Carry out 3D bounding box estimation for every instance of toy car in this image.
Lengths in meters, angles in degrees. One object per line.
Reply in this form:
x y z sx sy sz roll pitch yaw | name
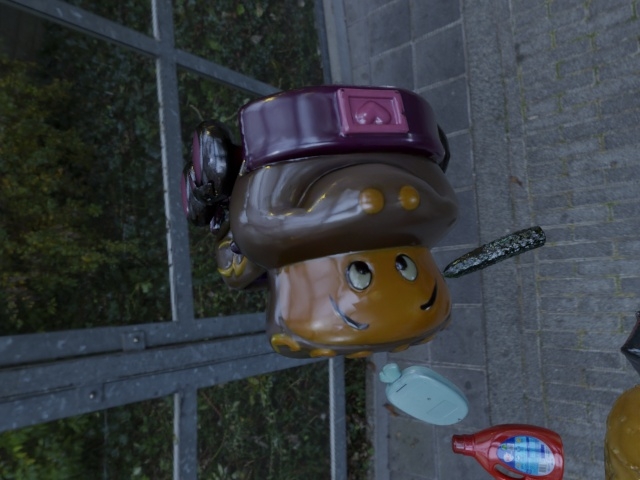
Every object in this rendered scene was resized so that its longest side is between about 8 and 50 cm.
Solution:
0.000 0.000 0.479 0.341 0.271 0.240 149 114 -67 | toy car

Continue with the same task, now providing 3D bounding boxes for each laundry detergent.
0.296 0.343 0.703 0.165 0.049 0.097 2 85 9 | laundry detergent

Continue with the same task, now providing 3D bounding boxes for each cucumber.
0.467 0.037 1.201 0.293 0.067 0.067 -22 68 2 | cucumber

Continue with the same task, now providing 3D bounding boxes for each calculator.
0.301 0.456 1.290 0.184 0.295 0.042 -53 10 32 | calculator

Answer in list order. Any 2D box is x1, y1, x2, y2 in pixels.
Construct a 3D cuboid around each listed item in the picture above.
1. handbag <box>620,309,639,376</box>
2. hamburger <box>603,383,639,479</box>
0.832 0.249 1.020 0.181 0.254 0.181 -55 29 -8 | handbag
0.302 0.183 0.339 0.138 0.147 0.083 3 123 32 | hamburger
